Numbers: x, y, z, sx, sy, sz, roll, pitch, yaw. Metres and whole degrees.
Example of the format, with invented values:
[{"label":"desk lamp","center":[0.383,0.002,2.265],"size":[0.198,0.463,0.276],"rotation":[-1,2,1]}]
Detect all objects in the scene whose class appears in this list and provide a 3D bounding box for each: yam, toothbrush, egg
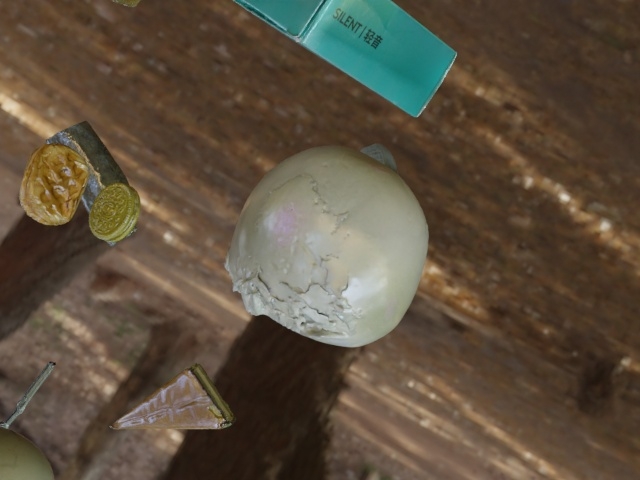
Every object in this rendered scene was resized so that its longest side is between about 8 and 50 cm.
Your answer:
[{"label":"yam","center":[-0.449,-0.119,2.288],"size":[0.259,0.106,0.106],"rotation":[59,167,-3]},{"label":"toothbrush","center":[-0.631,0.341,2.417],"size":[0.028,0.294,0.026],"rotation":[10,-133,-43]},{"label":"egg","center":[-0.623,0.444,2.061],"size":[0.269,0.219,0.219],"rotation":[16,175,-19]}]

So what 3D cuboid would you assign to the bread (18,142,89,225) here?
[{"label":"bread","center":[-0.354,-0.075,1.497],"size":[0.083,0.111,0.044],"rotation":[28,162,-35]}]

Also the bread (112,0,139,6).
[{"label":"bread","center":[-0.250,-0.374,1.401],"size":[0.102,0.138,0.196],"rotation":[35,-176,1]}]

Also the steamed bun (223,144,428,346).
[{"label":"steamed bun","center":[0.000,0.000,1.837],"size":[0.333,0.312,0.233],"rotation":[19,-173,24]}]

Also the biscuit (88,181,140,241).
[{"label":"biscuit","center":[-0.279,-0.039,1.534],"size":[0.084,0.084,0.023],"rotation":[20,174,43]}]

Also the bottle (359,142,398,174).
[{"label":"bottle","center":[0.134,-0.088,2.369],"size":[0.083,0.083,0.270],"rotation":[39,-150,-43]}]

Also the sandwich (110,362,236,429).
[{"label":"sandwich","center":[-0.232,0.287,1.795],"size":[0.113,0.163,0.079],"rotation":[55,-176,2]}]

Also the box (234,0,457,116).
[{"label":"box","center":[0.024,-0.303,1.551],"size":[0.205,0.118,0.311],"rotation":[37,-171,36]}]
